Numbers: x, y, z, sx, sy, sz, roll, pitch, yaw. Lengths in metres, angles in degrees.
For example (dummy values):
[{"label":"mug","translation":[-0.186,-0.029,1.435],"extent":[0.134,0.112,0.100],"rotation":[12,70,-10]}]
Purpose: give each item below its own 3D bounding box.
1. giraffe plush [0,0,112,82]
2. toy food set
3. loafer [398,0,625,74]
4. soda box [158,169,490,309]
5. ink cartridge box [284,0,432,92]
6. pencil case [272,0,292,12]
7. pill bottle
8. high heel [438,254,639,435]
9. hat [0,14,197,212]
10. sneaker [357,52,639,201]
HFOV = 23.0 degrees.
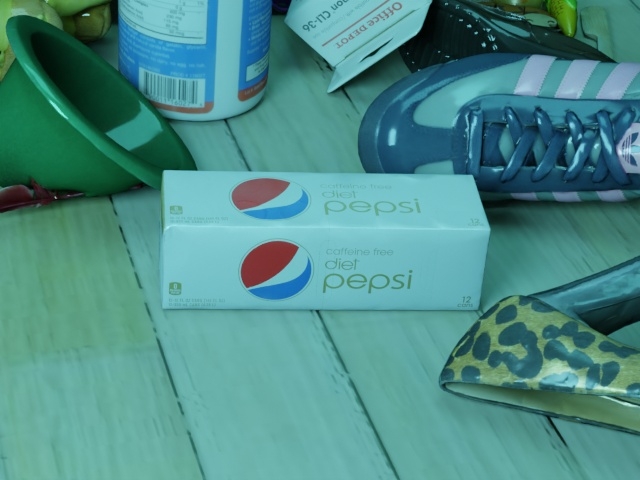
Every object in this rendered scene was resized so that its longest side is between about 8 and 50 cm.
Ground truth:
[{"label":"giraffe plush","translation":[-0.257,-0.191,1.240],"extent":[0.210,0.181,0.170],"rotation":[-3,41,3]},{"label":"toy food set","translation":[0.171,-0.208,1.421],"extent":[0.192,0.038,0.132],"rotation":[4,33,-1]},{"label":"loafer","translation":[0.161,-0.147,1.304],"extent":[0.220,0.080,0.078],"rotation":[29,29,28]},{"label":"soda box","translation":[0.000,0.000,1.054],"extent":[0.216,0.069,0.074],"rotation":[0,33,-7]},{"label":"ink cartridge box","translation":[0.040,-0.227,1.328],"extent":[0.067,0.115,0.198],"rotation":[39,40,-24]},{"label":"pencil case","translation":[-0.031,-0.274,1.463],"extent":[0.064,0.070,0.151],"rotation":[9,33,-18]},{"label":"pill bottle","translation":[-0.097,-0.216,1.231],"extent":[0.124,0.221,0.124],"rotation":[4,33,-3]},{"label":"high heel","translation":[0.189,0.125,0.909],"extent":[0.186,0.093,0.261],"rotation":[-22,50,-1]},{"label":"hat","translation":[-0.222,-0.043,1.133],"extent":[0.208,0.183,0.173],"rotation":[33,18,-44]},{"label":"sneaker","translation":[0.191,-0.079,1.136],"extent":[0.319,0.112,0.131],"rotation":[-6,14,-15]}]
